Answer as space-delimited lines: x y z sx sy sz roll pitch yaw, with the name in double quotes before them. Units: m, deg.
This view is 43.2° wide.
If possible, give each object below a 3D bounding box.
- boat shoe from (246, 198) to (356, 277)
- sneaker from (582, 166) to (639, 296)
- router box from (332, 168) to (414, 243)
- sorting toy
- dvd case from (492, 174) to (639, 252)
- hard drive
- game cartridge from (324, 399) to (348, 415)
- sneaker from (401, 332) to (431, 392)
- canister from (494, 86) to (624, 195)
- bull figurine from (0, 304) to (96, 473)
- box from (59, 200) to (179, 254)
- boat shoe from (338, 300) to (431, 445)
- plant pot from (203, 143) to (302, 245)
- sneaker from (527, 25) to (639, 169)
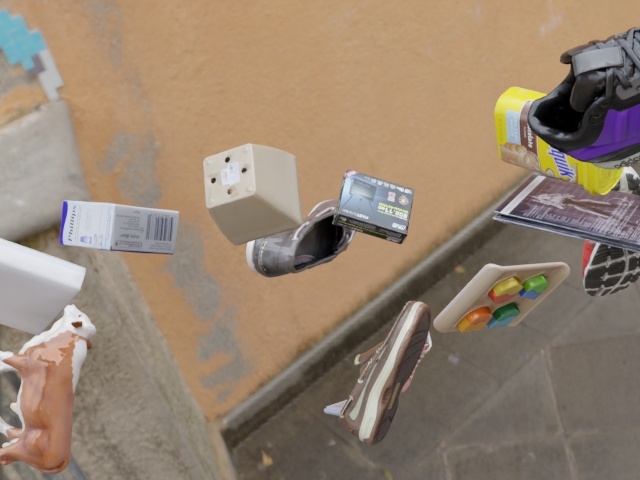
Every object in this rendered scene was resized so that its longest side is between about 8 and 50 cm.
"boat shoe" 0.000 0.000 1.480 0.095 0.112 0.335 9 19 32
"sneaker" 0.498 -0.027 1.389 0.107 0.279 0.118 -6 36 0
"router box" 0.088 -0.056 1.325 0.122 0.038 0.092 16 60 -6
"sorting toy" 0.335 0.110 1.479 0.208 0.193 0.038 2 49 -34
"dvd case" 0.384 -0.042 1.167 0.221 0.018 0.164 16 31 29
"hard drive" -0.544 0.034 1.161 0.233 0.353 0.047 -35 39 50
"game cartridge" 0.055 0.310 1.499 0.083 0.017 0.056 -8 0 -42
"sneaker" 0.159 0.208 1.444 0.070 0.051 0.134 165 122 -70
"canister" 0.338 -0.146 1.151 0.073 0.126 0.170 -40 43 -26
"bull figurine" -0.518 0.268 1.482 0.188 0.101 0.310 3 80 4
"box" -0.315 -0.020 1.260 0.137 0.072 0.126 6 0 40
"boat shoe" 0.100 0.214 1.375 0.095 0.095 0.258 24 91 28
"plant pot" -0.098 -0.069 1.066 0.109 0.096 0.109 -16 66 22
"sneaker" 0.312 -0.158 0.766 0.146 0.293 0.102 12 63 -24
